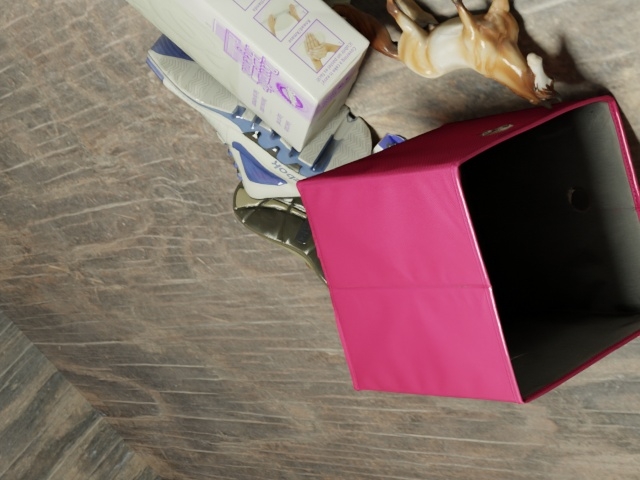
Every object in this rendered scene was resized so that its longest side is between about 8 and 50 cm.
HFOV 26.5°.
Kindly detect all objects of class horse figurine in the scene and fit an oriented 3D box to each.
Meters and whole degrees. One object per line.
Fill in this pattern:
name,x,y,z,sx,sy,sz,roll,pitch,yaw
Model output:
horse figurine,0.131,-0.227,1.443,0.263,0.066,0.174,6,132,45

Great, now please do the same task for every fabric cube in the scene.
fabric cube,0.174,0.008,1.462,0.258,0.254,0.259,-3,107,53

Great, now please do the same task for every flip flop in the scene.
flip flop,0.000,0.000,1.907,0.277,0.112,0.080,31,177,11

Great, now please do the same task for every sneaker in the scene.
sneaker,-0.094,-0.144,1.769,0.315,0.127,0.182,35,150,4

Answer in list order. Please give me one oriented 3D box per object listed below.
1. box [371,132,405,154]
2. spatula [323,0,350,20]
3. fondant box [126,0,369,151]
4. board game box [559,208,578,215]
box,0.091,-0.083,1.740,0.081,0.028,0.136,40,154,-1
spatula,-0.030,-0.347,1.511,0.168,0.019,0.242,34,152,12
fondant box,-0.108,-0.266,1.564,0.330,0.096,0.238,40,169,2
board game box,0.326,0.033,1.606,0.193,0.045,0.147,46,151,-12
